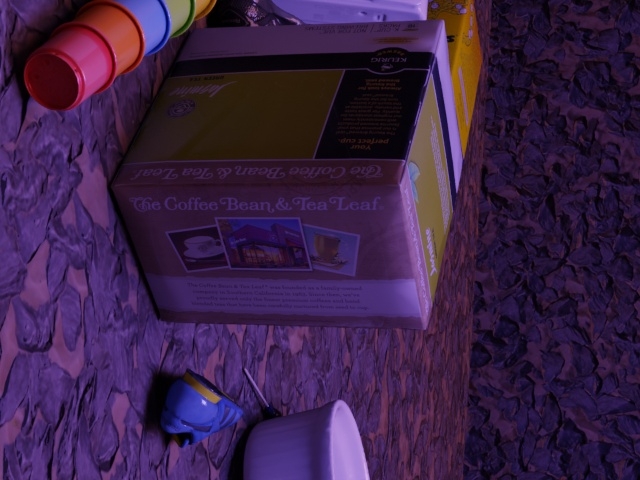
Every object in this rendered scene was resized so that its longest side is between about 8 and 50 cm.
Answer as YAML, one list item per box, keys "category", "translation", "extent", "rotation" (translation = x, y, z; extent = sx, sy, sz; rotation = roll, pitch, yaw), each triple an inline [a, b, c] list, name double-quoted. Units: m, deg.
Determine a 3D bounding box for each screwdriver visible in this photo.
- category: "screwdriver"
  translation: [-0.081, 0.236, 1.778]
  extent: [0.170, 0.024, 0.025]
  rotation: [66, 1, -51]

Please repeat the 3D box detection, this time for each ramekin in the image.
- category: "ramekin"
  translation: [-0.014, 0.373, 1.733]
  extent: [0.277, 0.135, 0.277]
  rotation: [-10, 90, -79]

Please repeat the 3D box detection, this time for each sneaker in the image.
- category: "sneaker"
  translation: [-0.151, 0.212, 1.494]
  extent: [0.082, 0.069, 0.209]
  rotation: [-54, 167, -6]
- category: "sneaker"
  translation: [-0.079, -0.260, 1.680]
  extent: [0.227, 0.087, 0.130]
  rotation: [22, 70, -69]

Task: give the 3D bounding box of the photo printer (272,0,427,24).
- category: "photo printer"
  translation: [0.038, -0.466, 1.791]
  extent: [0.107, 0.255, 0.308]
  rotation: [102, -7, -72]

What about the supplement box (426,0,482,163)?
- category: "supplement box"
  translation: [0.197, -0.327, 2.418]
  extent: [0.195, 0.194, 0.357]
  rotation: [75, 22, -43]

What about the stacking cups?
- category: "stacking cups"
  translation: [-0.197, -0.215, 1.255]
  extent: [0.316, 0.096, 0.096]
  rotation: [-64, 149, -56]

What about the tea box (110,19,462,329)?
- category: "tea box"
  translation: [-0.021, -0.083, 1.441]
  extent: [0.324, 0.328, 0.220]
  rotation: [-70, 155, -46]
